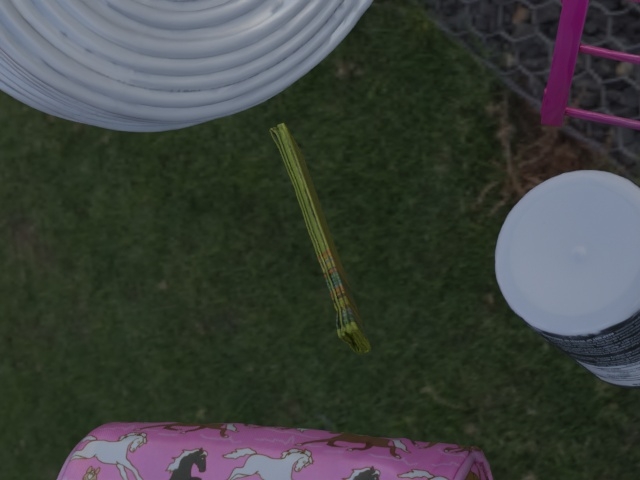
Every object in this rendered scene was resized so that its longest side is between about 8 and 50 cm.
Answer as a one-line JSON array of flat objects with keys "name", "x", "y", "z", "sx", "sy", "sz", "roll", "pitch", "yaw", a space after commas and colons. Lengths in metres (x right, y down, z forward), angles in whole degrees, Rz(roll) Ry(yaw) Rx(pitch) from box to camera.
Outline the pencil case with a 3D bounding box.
[{"name": "pencil case", "x": -0.038, "y": 0.247, "z": 1.007, "sx": 0.386, "sy": 0.160, "sz": 0.167, "roll": -2, "pitch": 98, "yaw": 22}]

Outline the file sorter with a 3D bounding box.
[{"name": "file sorter", "x": 0.304, "y": -0.250, "z": 0.948, "sx": 0.182, "sy": 0.202, "sz": 0.290, "roll": 13, "pitch": 65, "yaw": 10}]

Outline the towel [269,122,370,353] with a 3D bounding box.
[{"name": "towel", "x": 0.000, "y": 0.000, "z": 1.198, "sx": 0.021, "sy": 0.102, "sz": 0.237, "roll": -20, "pitch": 70, "yaw": 4}]

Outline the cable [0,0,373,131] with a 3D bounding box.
[{"name": "cable", "x": -0.078, "y": -0.179, "z": 0.573, "sx": 0.089, "sy": 0.257, "sz": 0.257, "roll": 21, "pitch": 90, "yaw": 56}]

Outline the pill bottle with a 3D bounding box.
[{"name": "pill bottle", "x": 0.240, "y": 0.045, "z": 0.938, "sx": 0.130, "sy": 0.246, "sz": 0.130, "roll": -11, "pitch": 67, "yaw": 26}]
